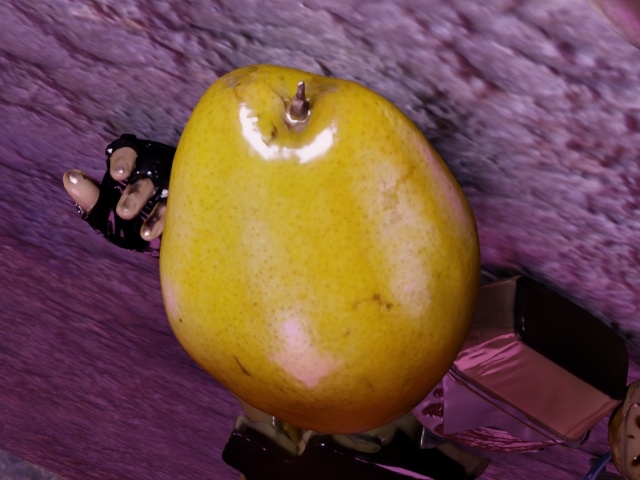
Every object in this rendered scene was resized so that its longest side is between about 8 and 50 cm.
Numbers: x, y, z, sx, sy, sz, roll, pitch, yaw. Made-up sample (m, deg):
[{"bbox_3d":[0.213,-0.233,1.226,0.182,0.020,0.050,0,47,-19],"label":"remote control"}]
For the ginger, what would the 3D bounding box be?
[{"bbox_3d":[0.049,0.274,2.392,0.413,0.211,0.358,0,139,23],"label":"ginger"}]

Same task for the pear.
[{"bbox_3d":[-0.008,0.011,1.632,0.285,0.285,0.336,2,151,39],"label":"pear"}]

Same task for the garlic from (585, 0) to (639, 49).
[{"bbox_3d":[0.263,-0.202,1.055,0.279,0.132,0.325,5,152,36],"label":"garlic"}]

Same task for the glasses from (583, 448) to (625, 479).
[{"bbox_3d":[0.415,0.299,2.216,0.190,0.088,0.220,20,159,0],"label":"glasses"}]

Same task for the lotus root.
[{"bbox_3d":[0.350,0.177,1.930,0.095,0.159,0.135,48,172,-2],"label":"lotus root"}]

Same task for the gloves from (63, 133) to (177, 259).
[{"bbox_3d":[-0.162,-0.040,1.843,0.164,0.124,0.203,5,159,5],"label":"gloves"}]

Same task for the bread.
[{"bbox_3d":[0.189,0.127,1.945,0.224,0.142,0.212,32,142,-27],"label":"bread"}]
